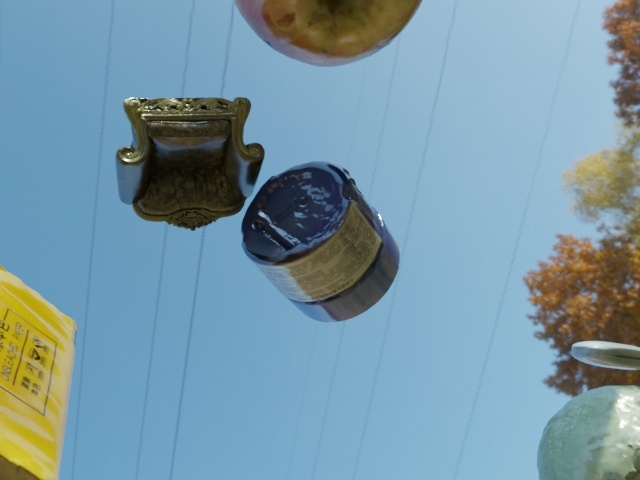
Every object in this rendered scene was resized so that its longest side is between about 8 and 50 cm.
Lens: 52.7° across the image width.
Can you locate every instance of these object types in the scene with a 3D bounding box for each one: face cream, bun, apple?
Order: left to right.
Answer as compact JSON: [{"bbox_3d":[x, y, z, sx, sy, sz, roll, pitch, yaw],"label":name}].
[{"bbox_3d":[0.000,0.000,1.242,0.249,0.249,0.225,-47,-45,-10],"label":"face cream"},{"bbox_3d":[0.017,-0.540,1.199,0.392,0.346,0.391,-8,-38,-6],"label":"apple"},{"bbox_3d":[0.260,0.176,0.431,0.213,0.204,0.126,29,-74,1],"label":"bun"}]

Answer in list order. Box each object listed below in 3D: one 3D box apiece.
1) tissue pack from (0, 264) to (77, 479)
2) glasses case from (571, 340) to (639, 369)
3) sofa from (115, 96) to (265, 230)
[{"bbox_3d":[-0.452,0.221,0.733,0.293,0.382,0.228,-44,-64,1],"label":"tissue pack"},{"bbox_3d":[0.523,0.205,1.150,0.179,0.067,0.045,12,-98,-29],"label":"glasses case"},{"bbox_3d":[-0.239,-0.137,1.183,0.258,0.200,0.182,-4,-110,-16],"label":"sofa"}]
